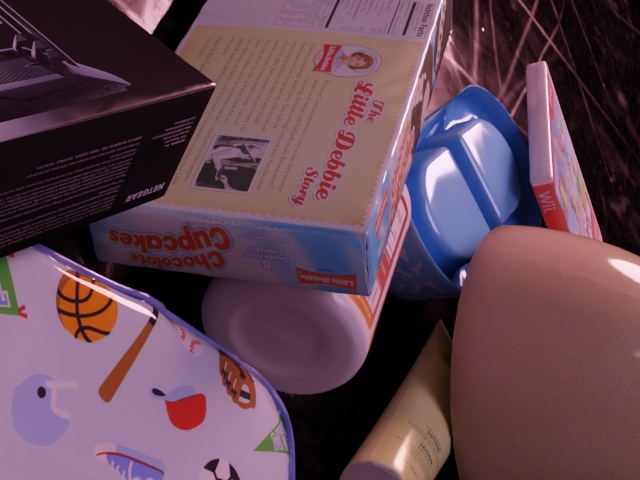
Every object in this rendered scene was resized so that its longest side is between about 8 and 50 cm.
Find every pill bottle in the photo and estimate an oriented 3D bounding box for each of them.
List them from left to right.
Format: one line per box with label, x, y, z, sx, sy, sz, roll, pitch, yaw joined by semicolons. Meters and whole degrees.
pill bottle;0.000;0.000;0.830;0.121;0.121;0.216;51;37;-23

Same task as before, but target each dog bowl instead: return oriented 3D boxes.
dog bowl;0.124;-0.042;1.068;0.166;0.074;0.297;62;35;-9

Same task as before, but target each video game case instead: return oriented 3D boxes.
video game case;0.281;-0.031;1.241;0.204;0.025;0.285;-81;151;-45

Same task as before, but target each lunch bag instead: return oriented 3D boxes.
lunch bag;-0.139;0.142;0.564;0.303;0.115;0.243;33;49;-42

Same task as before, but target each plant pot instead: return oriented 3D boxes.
plant pot;0.254;0.126;0.974;0.284;0.191;0.284;3;87;-61

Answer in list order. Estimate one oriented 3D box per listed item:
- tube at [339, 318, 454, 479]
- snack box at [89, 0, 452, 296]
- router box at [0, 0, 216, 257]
tube;0.086;0.150;0.923;0.240;0.062;0.070;-39;144;-60
snack box;-0.021;-0.099;0.802;0.322;0.187;0.060;-69;161;-45
router box;-0.233;-0.084;0.492;0.243;0.081;0.309;39;31;15
